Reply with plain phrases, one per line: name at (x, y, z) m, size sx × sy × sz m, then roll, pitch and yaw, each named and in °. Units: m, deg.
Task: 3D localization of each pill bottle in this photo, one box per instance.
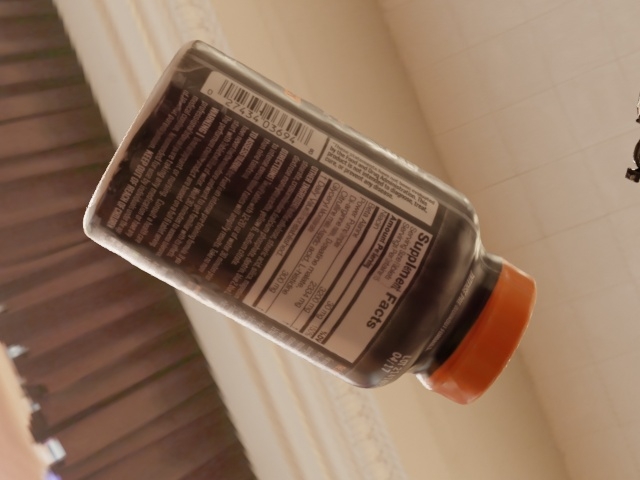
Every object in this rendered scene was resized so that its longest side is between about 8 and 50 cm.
pill bottle at (0.000, 0.000, 0.715) m, size 0.245 × 0.130 × 0.130 m, roll 30°, pitch -64°, yaw -7°

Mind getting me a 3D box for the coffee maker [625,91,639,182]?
coffee maker at (0.343, -0.092, 0.942) m, size 0.178 × 0.120 × 0.171 m, roll 40°, pitch -37°, yaw 39°
